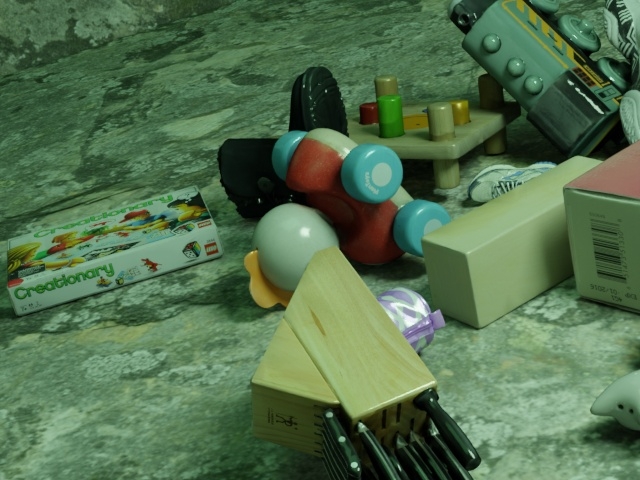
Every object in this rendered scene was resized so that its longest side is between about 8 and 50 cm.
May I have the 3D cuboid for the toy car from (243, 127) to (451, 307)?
[{"bbox_3d":[0.000,0.000,1.597,0.238,0.210,0.219,-52,31,-12],"label":"toy car"}]

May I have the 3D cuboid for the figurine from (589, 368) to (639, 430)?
[{"bbox_3d":[0.387,0.127,1.184,0.215,0.092,0.209,6,34,38],"label":"figurine"}]

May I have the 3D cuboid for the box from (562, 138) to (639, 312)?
[{"bbox_3d":[0.408,-0.034,1.441,0.232,0.149,0.127,-29,27,-34],"label":"box"}]

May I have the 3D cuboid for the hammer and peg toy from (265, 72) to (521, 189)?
[{"bbox_3d":[0.099,-0.177,1.907,0.361,0.127,0.266,4,22,32],"label":"hammer and peg toy"}]

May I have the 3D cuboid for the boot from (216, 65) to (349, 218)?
[{"bbox_3d":[-0.062,-0.134,1.793,0.207,0.246,0.094,4,37,28],"label":"boot"}]

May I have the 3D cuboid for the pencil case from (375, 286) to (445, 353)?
[{"bbox_3d":[0.036,0.125,1.356,0.206,0.086,0.088,-32,14,-36],"label":"pencil case"}]

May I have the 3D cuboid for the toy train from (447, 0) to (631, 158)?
[{"bbox_3d":[0.331,-0.262,1.830,0.190,0.334,0.142,-24,-21,-53],"label":"toy train"}]

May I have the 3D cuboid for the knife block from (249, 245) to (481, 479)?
[{"bbox_3d":[0.065,0.147,1.202,0.242,0.088,0.276,14,45,12],"label":"knife block"}]

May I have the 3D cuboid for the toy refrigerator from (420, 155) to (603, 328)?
[{"bbox_3d":[0.254,-0.004,1.513,0.269,0.102,0.094,-27,27,-27],"label":"toy refrigerator"}]

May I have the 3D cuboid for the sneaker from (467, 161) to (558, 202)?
[{"bbox_3d":[0.273,-0.077,1.729,0.135,0.052,0.058,-12,28,3],"label":"sneaker"}]

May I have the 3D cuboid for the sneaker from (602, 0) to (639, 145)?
[{"bbox_3d":[0.524,-0.279,1.737,0.210,0.137,0.366,-32,41,39],"label":"sneaker"}]

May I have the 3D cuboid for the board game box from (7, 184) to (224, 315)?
[{"bbox_3d":[-0.307,0.010,1.828,0.305,0.053,0.193,-17,24,-8],"label":"board game box"}]
